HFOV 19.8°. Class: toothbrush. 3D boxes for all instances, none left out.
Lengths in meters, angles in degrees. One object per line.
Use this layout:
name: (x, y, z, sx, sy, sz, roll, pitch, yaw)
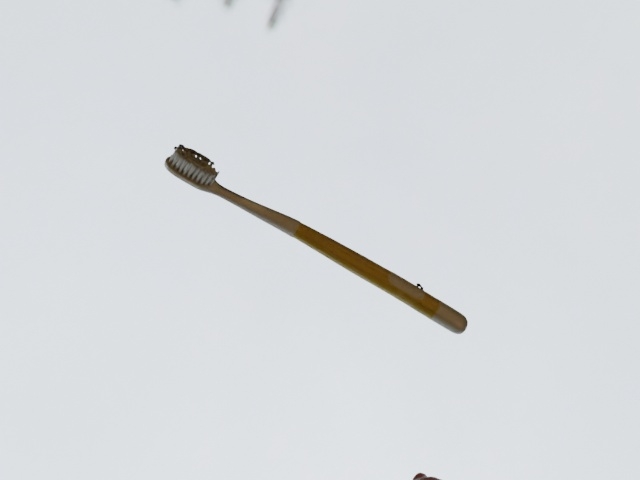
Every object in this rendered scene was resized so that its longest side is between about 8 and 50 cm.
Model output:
toothbrush: (0.000, 0.000, 1.520, 0.288, 0.024, 0.021, 30, -131, -7)

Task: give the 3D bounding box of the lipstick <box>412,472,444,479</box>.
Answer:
lipstick: (0.061, 0.237, 0.838, 0.051, 0.312, 0.051, 2, -153, 9)
